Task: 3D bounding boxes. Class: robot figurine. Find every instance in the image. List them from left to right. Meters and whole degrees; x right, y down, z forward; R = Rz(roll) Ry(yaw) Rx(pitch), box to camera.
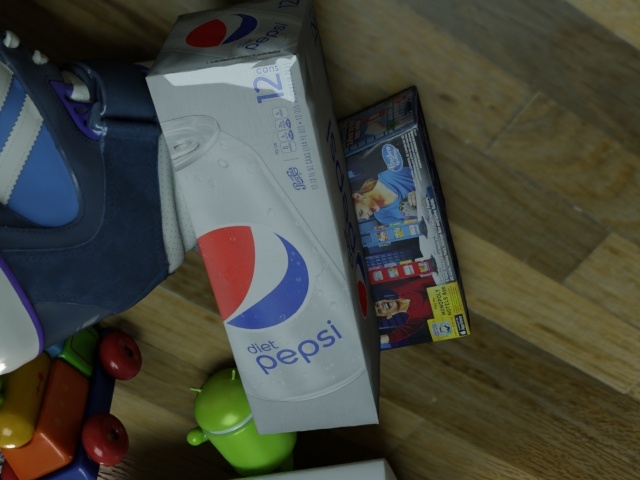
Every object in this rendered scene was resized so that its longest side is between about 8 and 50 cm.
[{"bbox_3d":[-0.065,0.158,0.883,0.101,0.067,0.115,-25,121,14],"label":"robot figurine"}]

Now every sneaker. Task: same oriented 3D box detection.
[{"bbox_3d":[-0.197,-0.099,0.655,0.130,0.236,0.323,-12,110,51],"label":"sneaker"}]

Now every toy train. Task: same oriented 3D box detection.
[{"bbox_3d":[-0.227,0.140,0.762,0.105,0.248,0.143,-27,126,20],"label":"toy train"}]

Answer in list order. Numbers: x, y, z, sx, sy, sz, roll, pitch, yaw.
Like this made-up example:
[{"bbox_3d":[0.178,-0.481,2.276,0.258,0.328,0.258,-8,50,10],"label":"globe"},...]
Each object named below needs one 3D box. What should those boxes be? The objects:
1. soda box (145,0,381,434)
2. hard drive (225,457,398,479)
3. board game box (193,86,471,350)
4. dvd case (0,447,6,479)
[{"bbox_3d":[-0.025,-0.007,0.672,0.091,0.098,0.286,-7,124,10],"label":"soda box"},{"bbox_3d":[-0.075,0.274,0.942,0.319,0.040,0.210,-10,146,11],"label":"hard drive"},{"bbox_3d":[0.000,0.000,0.771,0.194,0.060,0.194,-10,124,12],"label":"board game box"},{"bbox_3d":[-0.401,0.212,0.893,0.253,0.022,0.180,6,132,-41],"label":"dvd case"}]
